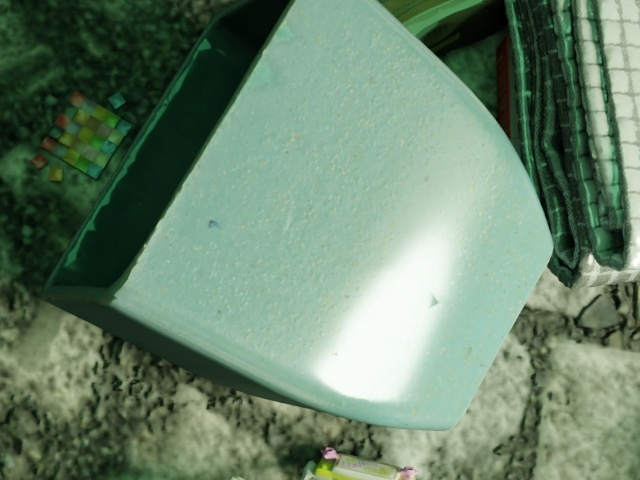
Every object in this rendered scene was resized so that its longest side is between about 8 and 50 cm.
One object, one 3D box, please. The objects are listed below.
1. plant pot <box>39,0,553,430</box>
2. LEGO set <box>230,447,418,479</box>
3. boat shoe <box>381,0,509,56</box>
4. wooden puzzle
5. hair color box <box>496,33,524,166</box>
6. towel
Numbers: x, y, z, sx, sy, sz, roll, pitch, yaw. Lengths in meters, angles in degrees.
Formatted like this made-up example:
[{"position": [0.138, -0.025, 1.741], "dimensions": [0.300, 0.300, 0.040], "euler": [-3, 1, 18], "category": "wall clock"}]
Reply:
[{"position": [0.000, 0.000, 1.032], "dimensions": [0.252, 0.247, 0.248], "euler": [34, 78, -16], "category": "plant pot"}, {"position": [0.057, 0.234, 1.070], "dimensions": [0.287, 0.107, 0.132], "euler": [33, 112, 0], "category": "LEGO set"}, {"position": [0.091, -0.182, 1.155], "dimensions": [0.190, 0.068, 0.072], "euler": [-28, 72, -9], "category": "boat shoe"}, {"position": [-0.173, -0.076, 1.137], "dimensions": [0.049, 0.006, 0.083], "euler": [31, 79, 1], "category": "wooden puzzle"}, {"position": [0.170, -0.080, 1.153], "dimensions": [0.072, 0.043, 0.141], "euler": [2, 79, -6], "category": "hair color box"}, {"position": [0.253, -0.115, 1.101], "dimensions": [0.235, 0.121, 0.284], "euler": [-5, 81, -25], "category": "towel"}]
